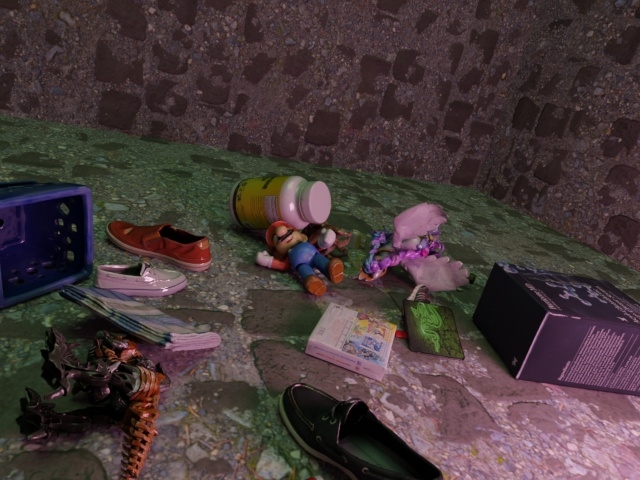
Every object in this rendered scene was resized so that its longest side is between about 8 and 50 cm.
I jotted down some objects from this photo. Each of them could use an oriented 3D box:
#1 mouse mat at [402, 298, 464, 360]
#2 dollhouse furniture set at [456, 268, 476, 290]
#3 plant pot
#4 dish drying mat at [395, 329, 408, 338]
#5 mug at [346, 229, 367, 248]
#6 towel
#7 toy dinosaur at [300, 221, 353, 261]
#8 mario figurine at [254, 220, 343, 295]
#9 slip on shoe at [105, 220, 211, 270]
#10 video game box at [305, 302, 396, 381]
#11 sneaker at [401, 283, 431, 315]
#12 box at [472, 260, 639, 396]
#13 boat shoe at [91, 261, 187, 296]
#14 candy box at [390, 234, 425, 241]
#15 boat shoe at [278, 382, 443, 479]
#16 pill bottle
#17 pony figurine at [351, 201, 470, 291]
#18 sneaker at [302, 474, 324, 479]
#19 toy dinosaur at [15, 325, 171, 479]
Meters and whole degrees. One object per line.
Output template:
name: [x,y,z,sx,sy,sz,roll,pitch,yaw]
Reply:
mouse mat: [0.305,0.239,1.228,0.152,0.007,0.190,11,37,-7]
dollhouse furniture set: [0.480,0.140,1.575,0.151,0.076,0.058,-7,28,-45]
plant pot: [-0.686,-0.017,1.021,0.212,0.236,0.236,16,20,22]
dish drying mat: [0.241,0.256,1.214,0.083,0.008,0.032,12,21,-6]
mug: [0.136,-0.007,1.752,0.078,0.064,0.062,0,24,-33]
towel: [-0.362,0.157,0.931,0.285,0.034,0.209,20,-5,18]
toy dinosaur: [0.000,0.000,1.568,0.200,0.127,0.296,17,25,6]
mario figurine: [-0.077,0.027,1.382,0.198,0.170,0.320,-5,29,-37]
slip on shoe: [-0.468,-0.008,1.311,0.331,0.101,0.123,17,22,11]
video game box: [0.081,0.239,1.100,0.187,0.048,0.205,16,21,11]
sneaker: [0.303,0.189,1.354,0.075,0.063,0.170,22,27,21]
box: [0.690,0.239,1.263,0.395,0.212,0.293,10,22,-10]
boat shoe: [-0.435,0.091,1.108,0.226,0.076,0.083,-5,28,-41]
candy box: [0.328,0.011,1.814,0.186,0.053,0.109,10,20,6]
boat shoe: [0.060,0.328,0.761,0.127,0.113,0.340,-5,28,-41]
pill bottle: [-0.141,-0.131,1.581,0.334,0.188,0.188,1,12,30]
pony figurine: [0.301,0.026,1.527,0.351,0.303,0.363,-18,11,26]
sneaker: [-0.006,0.393,0.648,0.067,0.042,0.118,6,14,-32]
toy dinosaur: [-0.335,0.233,0.724,0.218,0.164,0.322,18,-8,-38]
